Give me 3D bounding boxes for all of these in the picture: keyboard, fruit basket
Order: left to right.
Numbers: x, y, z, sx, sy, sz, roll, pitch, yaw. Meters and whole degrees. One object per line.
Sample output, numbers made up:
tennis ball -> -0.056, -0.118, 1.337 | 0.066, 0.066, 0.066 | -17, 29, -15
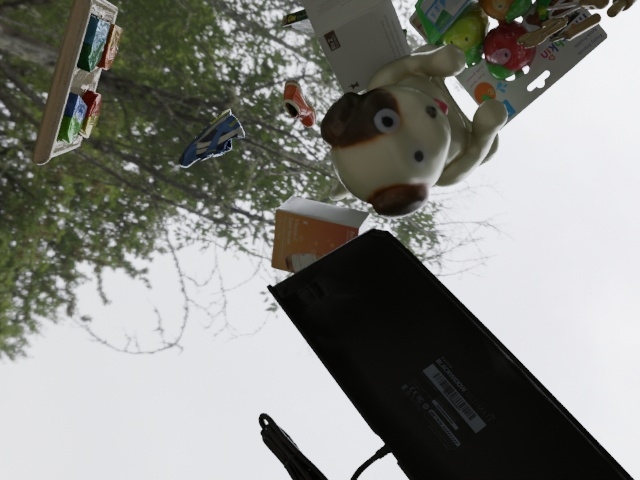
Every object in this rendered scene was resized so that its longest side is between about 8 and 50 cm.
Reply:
keyboard -> 0.062, 0.137, 0.410 | 0.201, 0.033, 0.317 | -29, -123, -18
fruit basket -> 0.379, -0.462, 1.273 | 0.353, 0.165, 0.327 | 58, -36, 9

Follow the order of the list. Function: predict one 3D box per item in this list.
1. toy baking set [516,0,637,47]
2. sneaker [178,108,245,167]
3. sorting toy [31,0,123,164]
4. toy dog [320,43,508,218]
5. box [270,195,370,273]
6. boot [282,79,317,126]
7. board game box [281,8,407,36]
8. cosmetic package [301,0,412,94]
toy baking set -> 0.430, -0.383, 0.948 | 0.196, 0.256, 0.030 | 4, -52, 55
sneaker -> -0.195, -0.168, 1.037 | 0.144, 0.053, 0.059 | -35, -68, 25
sorting toy -> -0.283, -0.193, 0.702 | 0.038, 0.208, 0.193 | 17, -78, -16
toy dog -> 0.140, -0.198, 1.099 | 0.395, 0.408, 0.285 | -24, -83, 19
box -> 0.000, 0.000, 1.156 | 0.170, 0.091, 0.130 | 12, -66, 15
boot -> -0.059, -0.349, 1.585 | 0.059, 0.158, 0.085 | -10, -126, 23
board game box -> 0.056, -0.488, 1.344 | 0.136, 0.259, 0.030 | 15, -77, 59
cosmetic package -> 0.071, -0.414, 1.151 | 0.151, 0.151, 0.184 | -26, -134, 10
